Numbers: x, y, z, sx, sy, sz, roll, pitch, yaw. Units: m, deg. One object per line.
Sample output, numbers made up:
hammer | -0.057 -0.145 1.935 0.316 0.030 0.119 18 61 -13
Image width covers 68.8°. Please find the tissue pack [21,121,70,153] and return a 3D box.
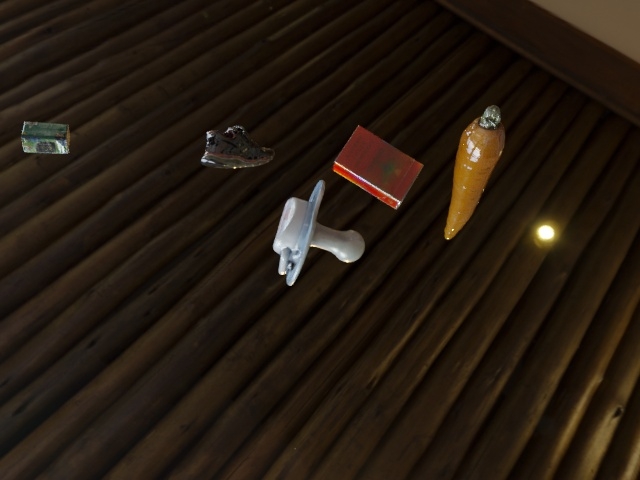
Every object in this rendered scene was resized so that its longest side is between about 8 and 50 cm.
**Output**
tissue pack | -0.781 -0.284 1.334 0.111 0.079 0.085 -2 -135 -22

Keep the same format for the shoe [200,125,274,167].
shoe | -0.274 -0.309 1.543 0.114 0.291 0.137 4 -81 36

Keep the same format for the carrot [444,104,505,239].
carrot | 0.254 -0.093 0.802 0.069 0.336 0.069 -1 -126 2

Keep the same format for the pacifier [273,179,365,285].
pacifier | 0.000 0.000 1.176 0.225 0.238 0.287 19 -129 -5

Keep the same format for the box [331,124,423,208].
box | 0.128 -0.164 1.046 0.175 0.048 0.112 33 -106 2
